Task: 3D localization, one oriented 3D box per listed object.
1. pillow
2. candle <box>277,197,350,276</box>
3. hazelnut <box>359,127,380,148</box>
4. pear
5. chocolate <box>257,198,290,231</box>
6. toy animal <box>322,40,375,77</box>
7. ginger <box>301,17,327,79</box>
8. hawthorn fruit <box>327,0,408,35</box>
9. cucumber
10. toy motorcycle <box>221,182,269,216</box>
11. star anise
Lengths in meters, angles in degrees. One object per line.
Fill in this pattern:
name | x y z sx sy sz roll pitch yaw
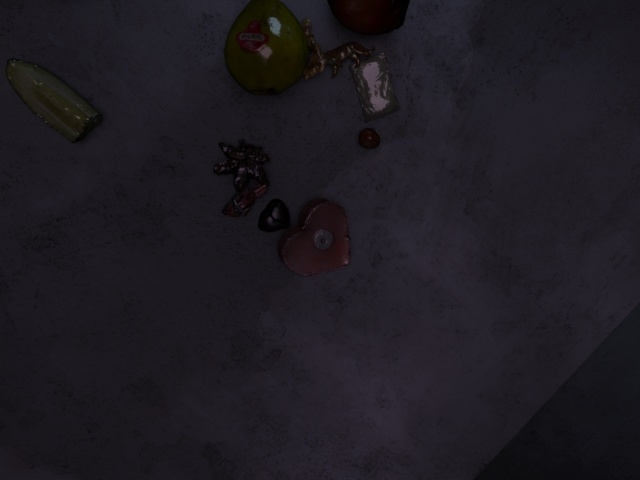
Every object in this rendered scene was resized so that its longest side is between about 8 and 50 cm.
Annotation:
pillow | 0.212 -0.590 1.725 0.149 0.050 0.229 -17 101 7
candle | 0.000 0.000 1.782 0.287 0.131 0.316 33 94 -24
hazelnut | 0.190 -0.400 1.750 0.086 0.086 0.085 -1 101 -6
pear | -0.186 -0.682 1.558 0.288 0.287 0.374 3 80 -7
chocolate | -0.178 -0.080 1.768 0.125 0.080 0.148 38 94 -11
toy animal | 0.085 -0.686 1.669 0.242 0.057 0.099 -23 87 7
ginger | -0.037 -0.697 1.647 0.176 0.053 0.193 35 115 20
hawthorn fruit | 0.182 -0.861 1.549 0.317 0.316 0.315 -1 101 -6
cucumber | -0.950 -0.502 1.590 0.325 0.105 0.145 40 121 -12
toy motorcycle | -0.287 -0.154 1.721 0.213 0.118 0.084 -34 112 1
star anise | -0.301 -0.287 1.679 0.220 0.099 0.214 -2 72 0
